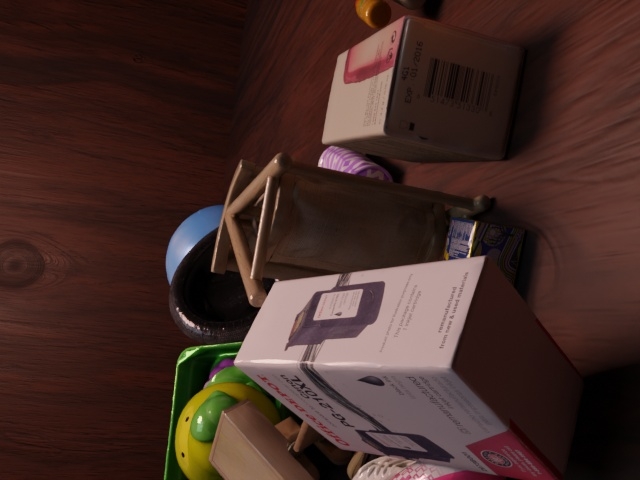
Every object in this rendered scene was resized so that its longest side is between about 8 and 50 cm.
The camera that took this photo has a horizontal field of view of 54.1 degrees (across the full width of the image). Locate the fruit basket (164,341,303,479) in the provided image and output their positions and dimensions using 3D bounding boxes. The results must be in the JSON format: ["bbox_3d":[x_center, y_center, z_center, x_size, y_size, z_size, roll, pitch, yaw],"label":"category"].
[{"bbox_3d":[-0.166,0.350,1.082,0.392,0.282,0.392,36,-131,-57],"label":"fruit basket"}]

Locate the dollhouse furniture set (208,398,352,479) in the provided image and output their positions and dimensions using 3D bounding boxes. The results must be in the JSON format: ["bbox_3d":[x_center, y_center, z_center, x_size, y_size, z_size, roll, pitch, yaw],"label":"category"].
[{"bbox_3d":[0.001,0.268,0.843,0.161,0.242,0.212,38,127,30],"label":"dollhouse furniture set"}]

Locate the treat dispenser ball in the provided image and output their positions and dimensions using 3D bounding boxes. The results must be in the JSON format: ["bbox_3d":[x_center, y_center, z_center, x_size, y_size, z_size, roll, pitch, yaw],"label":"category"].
[{"bbox_3d":[-0.239,0.055,1.563,0.288,0.288,0.288,-171,90,-73],"label":"treat dispenser ball"}]

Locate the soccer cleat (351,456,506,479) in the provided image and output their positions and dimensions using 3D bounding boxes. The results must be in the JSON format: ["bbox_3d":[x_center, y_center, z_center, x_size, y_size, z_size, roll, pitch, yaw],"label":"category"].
[{"bbox_3d":[0.082,0.282,0.681,0.143,0.116,0.331,-94,21,-45],"label":"soccer cleat"}]

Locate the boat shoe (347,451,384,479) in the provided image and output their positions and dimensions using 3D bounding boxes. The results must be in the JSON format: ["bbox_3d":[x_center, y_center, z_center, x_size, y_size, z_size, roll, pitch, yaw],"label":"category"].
[{"bbox_3d":[0.081,0.272,0.811,0.049,0.056,0.152,56,137,47],"label":"boat shoe"}]

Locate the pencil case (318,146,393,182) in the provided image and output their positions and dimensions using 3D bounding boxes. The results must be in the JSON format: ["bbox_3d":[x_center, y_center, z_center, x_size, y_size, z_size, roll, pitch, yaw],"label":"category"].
[{"bbox_3d":[0.051,-0.102,1.026,0.088,0.086,0.206,-44,21,3],"label":"pencil case"}]

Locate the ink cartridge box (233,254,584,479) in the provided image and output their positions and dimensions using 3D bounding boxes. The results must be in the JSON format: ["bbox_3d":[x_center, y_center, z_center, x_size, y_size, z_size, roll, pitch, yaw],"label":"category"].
[{"bbox_3d":[0.069,0.111,0.537,0.237,0.172,0.100,-10,43,46],"label":"ink cartridge box"}]

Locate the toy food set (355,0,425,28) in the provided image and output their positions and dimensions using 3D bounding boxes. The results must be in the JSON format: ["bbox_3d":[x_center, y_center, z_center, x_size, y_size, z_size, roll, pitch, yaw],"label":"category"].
[{"bbox_3d":[0.126,-0.426,0.899,0.104,0.111,0.232,-112,31,-59],"label":"toy food set"}]

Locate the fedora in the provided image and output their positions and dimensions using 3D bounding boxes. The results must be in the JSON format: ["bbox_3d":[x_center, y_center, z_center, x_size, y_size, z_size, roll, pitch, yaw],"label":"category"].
[{"bbox_3d":[-0.144,0.103,1.327,0.153,0.333,0.334,68,-167,-50],"label":"fedora"}]

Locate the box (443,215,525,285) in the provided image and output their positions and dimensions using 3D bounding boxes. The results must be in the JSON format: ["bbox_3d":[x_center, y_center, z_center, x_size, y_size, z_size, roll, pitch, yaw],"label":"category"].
[{"bbox_3d":[0.155,0.064,0.644,0.054,0.059,0.169,-151,71,-74],"label":"box"}]

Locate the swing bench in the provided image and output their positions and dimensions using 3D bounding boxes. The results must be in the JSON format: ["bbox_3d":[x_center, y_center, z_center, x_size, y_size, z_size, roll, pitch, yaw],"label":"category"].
[{"bbox_3d":[0.020,-0.002,0.768,0.254,0.253,0.165,-161,82,-70],"label":"swing bench"}]

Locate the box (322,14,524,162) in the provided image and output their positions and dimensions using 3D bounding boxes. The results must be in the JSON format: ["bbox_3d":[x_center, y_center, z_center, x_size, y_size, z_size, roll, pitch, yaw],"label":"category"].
[{"bbox_3d":[0.111,-0.169,0.757,0.232,0.148,0.127,-158,77,-73],"label":"box"}]
